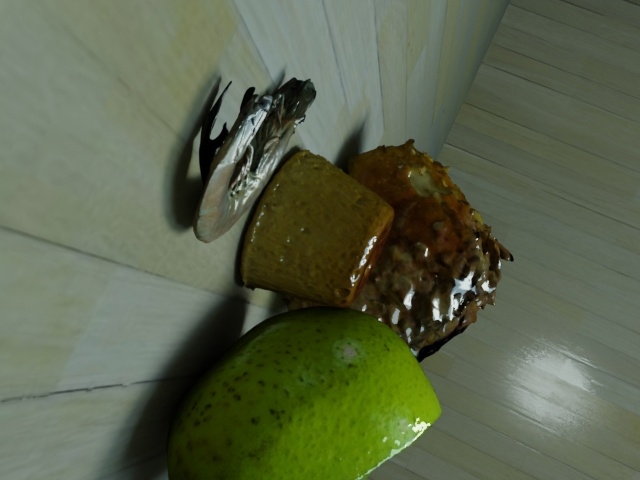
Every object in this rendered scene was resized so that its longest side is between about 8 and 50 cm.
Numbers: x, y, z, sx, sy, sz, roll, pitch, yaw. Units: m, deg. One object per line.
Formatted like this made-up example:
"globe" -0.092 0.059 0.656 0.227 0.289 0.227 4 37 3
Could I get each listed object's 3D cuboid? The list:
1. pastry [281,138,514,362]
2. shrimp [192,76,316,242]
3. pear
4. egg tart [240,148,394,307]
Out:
"pastry" 0.144 0.046 1.177 0.405 0.337 0.292 -63 177 -11
"shrimp" -0.061 -0.099 0.614 0.219 0.046 0.152 -59 171 -29
"pear" -0.068 0.234 0.835 0.342 0.239 0.318 -33 174 34
"egg tart" 0.000 0.000 0.862 0.203 0.147 0.203 -60 170 -18
